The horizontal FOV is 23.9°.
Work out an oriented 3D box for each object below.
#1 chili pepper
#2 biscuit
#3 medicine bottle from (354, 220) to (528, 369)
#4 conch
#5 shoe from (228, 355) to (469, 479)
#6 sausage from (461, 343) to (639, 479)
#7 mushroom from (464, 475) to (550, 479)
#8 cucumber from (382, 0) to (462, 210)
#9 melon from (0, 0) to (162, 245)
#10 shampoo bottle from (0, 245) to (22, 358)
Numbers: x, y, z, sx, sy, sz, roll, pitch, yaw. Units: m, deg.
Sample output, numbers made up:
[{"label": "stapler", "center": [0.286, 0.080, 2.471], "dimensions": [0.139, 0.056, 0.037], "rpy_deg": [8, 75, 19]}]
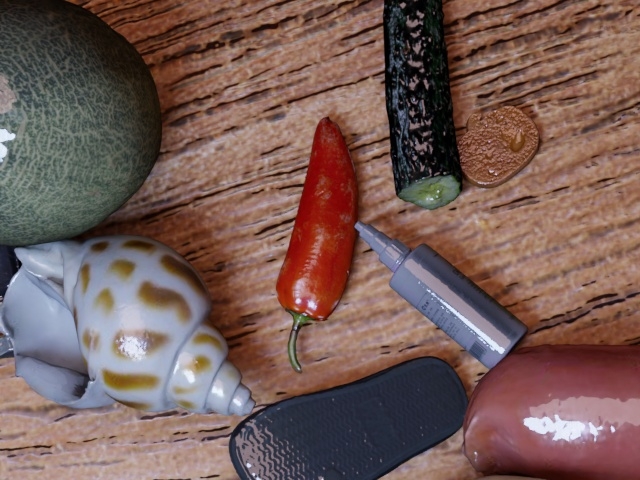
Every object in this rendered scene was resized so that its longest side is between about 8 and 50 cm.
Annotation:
[{"label": "chili pepper", "center": [0.000, 0.000, 1.520], "dimensions": [0.071, 0.063, 0.272], "rpy_deg": [12, 74, -5]}, {"label": "biscuit", "center": [0.177, -0.098, 1.540], "dimensions": [0.091, 0.015, 0.078], "rpy_deg": [-37, 72, -2]}, {"label": "medicine bottle", "center": [0.111, 0.045, 1.485], "dimensions": [0.199, 0.057, 0.057], "rpy_deg": [40, 84, 13]}, {"label": "conch", "center": [-0.183, 0.088, 1.470], "dimensions": [0.275, 0.149, 0.182], "rpy_deg": [40, 116, 37]}, {"label": "shoe", "center": [0.026, 0.191, 1.458], "dimensions": [0.241, 0.093, 0.108], "rpy_deg": [-19, 77, -21]}, {"label": "sausage", "center": [0.259, 0.162, 1.395], "dimensions": [0.254, 0.148, 0.148], "rpy_deg": [5, 76, 9]}, {"label": "mushroom", "center": [0.160, 0.390, 1.283], "dimensions": [0.353, 0.353, 0.325], "rpy_deg": [-24, 104, 2]}, {"label": "cucumber", "center": [0.100, -0.182, 1.547], "dimensions": [0.072, 0.072, 0.300], "rpy_deg": [-5, 74, 7]}, {"label": "melon", "center": [-0.281, -0.117, 1.456], "dimensions": [0.249, 0.329, 0.248], "rpy_deg": [1, 93, 15]}, {"label": "shampoo bottle", "center": [-0.339, 0.022, 1.566], "dimensions": [0.064, 0.057, 0.207], "rpy_deg": [-15, 73, 4]}]
